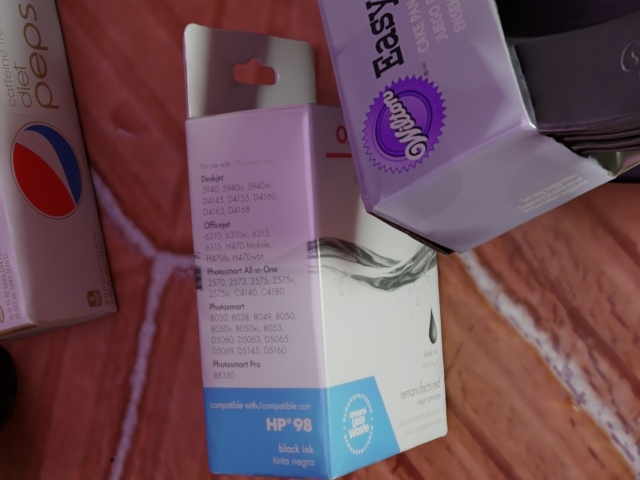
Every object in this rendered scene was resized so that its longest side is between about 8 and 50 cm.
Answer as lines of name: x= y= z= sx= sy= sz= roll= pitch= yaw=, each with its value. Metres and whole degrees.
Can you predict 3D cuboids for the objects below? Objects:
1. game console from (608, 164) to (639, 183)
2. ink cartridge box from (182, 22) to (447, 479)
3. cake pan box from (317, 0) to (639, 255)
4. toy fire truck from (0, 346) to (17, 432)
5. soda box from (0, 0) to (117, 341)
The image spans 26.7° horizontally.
game console: x=0.134 y=-0.080 z=0.490 sx=0.107 sy=0.071 sz=0.122 roll=-168 pitch=78 yaw=-69
ink cartridge box: x=0.000 y=0.000 z=0.558 sx=0.060 sy=0.104 sz=0.180 roll=-3 pitch=92 yaw=31
cake pan box: x=0.103 y=-0.153 z=0.469 sx=0.246 sy=0.070 sz=0.267 roll=-27 pitch=60 yaw=31
toy fire truck: x=-0.268 y=0.171 z=0.719 sx=0.217 sy=0.158 sz=0.246 roll=-1 pitch=82 yaw=30
soda box: x=-0.170 y=-0.058 z=0.677 sx=0.074 sy=0.069 sz=0.216 roll=-15 pitch=86 yaw=31
